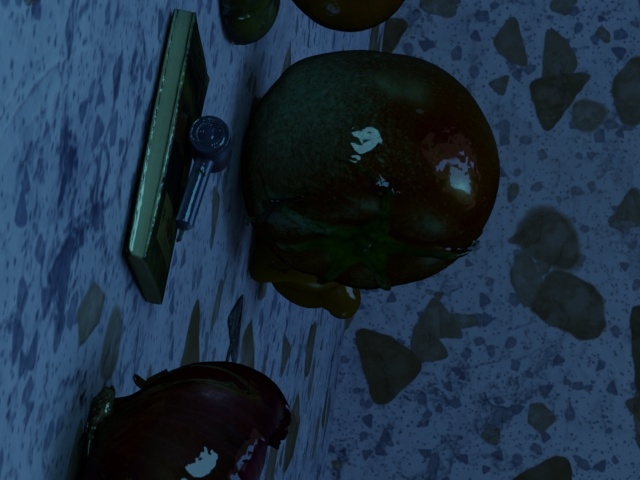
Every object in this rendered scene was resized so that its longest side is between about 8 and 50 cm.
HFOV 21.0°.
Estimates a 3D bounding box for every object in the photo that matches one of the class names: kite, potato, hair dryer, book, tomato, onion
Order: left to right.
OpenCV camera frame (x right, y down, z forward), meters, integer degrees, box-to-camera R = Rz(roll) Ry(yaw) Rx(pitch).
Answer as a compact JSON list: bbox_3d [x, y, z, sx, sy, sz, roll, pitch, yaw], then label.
[{"bbox_3d":[-0.134,-0.071,1.539,0.160,0.024,0.228,87,11,-73],"label":"book"},{"bbox_3d":[-0.121,0.205,1.408,0.248,0.161,0.248,14,90,-75],"label":"onion"},{"bbox_3d":[-0.110,-0.050,1.546,0.063,0.037,0.114,94,12,-74],"label":"hair dryer"},{"bbox_3d":[-0.111,0.134,2.161,0.137,0.005,0.153,88,13,-58],"label":"kite"},{"bbox_3d":[-0.066,-0.263,1.800,0.198,0.054,0.119,84,13,-68],"label":"potato"},{"bbox_3d":[0.051,-0.090,2.032,0.303,0.303,0.239,89,4,-59],"label":"tomato"}]

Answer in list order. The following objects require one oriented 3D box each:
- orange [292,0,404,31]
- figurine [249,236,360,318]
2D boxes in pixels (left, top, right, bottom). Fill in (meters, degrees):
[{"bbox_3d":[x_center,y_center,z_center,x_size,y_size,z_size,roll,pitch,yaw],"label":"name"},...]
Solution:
[{"bbox_3d":[0.032,-0.365,2.011,0.240,0.171,0.240,-172,-90,-82],"label":"orange"},{"bbox_3d":[-0.006,0.002,2.286,0.228,0.215,0.215,5,94,-70],"label":"figurine"}]
